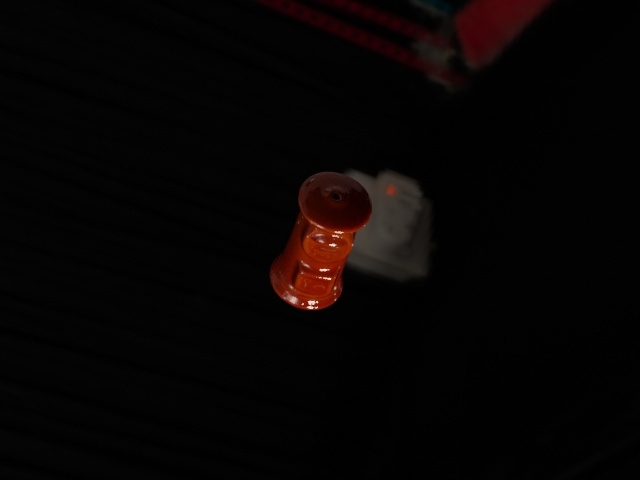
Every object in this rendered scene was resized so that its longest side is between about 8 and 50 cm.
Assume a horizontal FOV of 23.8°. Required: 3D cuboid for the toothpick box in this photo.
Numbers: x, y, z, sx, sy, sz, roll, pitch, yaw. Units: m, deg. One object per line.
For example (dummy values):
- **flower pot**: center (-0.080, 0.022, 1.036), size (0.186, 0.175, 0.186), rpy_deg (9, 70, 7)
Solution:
- **toothpick box**: center (0.000, 0.000, 0.906), size (0.083, 0.047, 0.047), rpy_deg (110, -13, -50)
